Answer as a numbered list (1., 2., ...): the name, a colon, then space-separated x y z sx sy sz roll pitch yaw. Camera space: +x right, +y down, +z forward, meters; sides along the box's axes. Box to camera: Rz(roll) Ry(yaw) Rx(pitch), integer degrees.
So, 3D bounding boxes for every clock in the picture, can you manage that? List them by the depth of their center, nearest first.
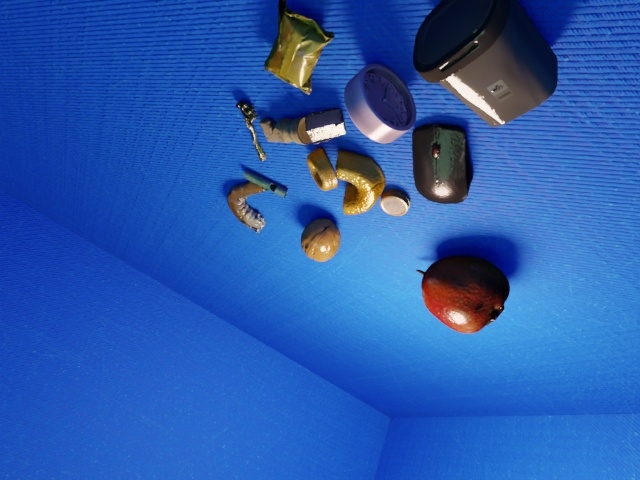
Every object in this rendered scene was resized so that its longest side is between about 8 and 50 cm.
1. clock: 0.158 -0.356 1.113 0.197 0.196 0.068 38 144 -19

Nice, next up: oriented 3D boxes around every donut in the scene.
1. donut: 0.004 -0.236 1.432 0.151 0.058 0.152 61 170 18
2. donut: 0.142 -0.191 1.462 0.152 0.101 0.259 4 138 20

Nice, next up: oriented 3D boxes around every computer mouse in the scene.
1. computer mouse: 0.360 -0.213 1.284 0.168 0.087 0.295 7 141 30

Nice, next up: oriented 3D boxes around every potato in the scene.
1. potato: 0.017 -0.350 1.301 0.122 0.086 0.061 -11 145 12

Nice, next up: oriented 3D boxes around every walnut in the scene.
1. walnut: 0.000 0.000 1.754 0.165 0.165 0.197 25 155 -1

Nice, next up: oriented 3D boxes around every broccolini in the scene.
1. broccolini: -0.226 -0.381 1.490 0.058 0.071 0.254 -18 146 2

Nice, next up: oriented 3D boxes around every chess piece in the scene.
1. chess piece: -0.116 -0.360 1.405 0.201 0.090 0.090 11 146 39

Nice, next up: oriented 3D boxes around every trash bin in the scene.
1. trash bin: 0.364 -0.401 0.922 0.250 0.219 0.220 33 149 -24

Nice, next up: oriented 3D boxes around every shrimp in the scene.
1. shrimp: -0.311 -0.163 1.829 0.185 0.068 0.287 20 137 0

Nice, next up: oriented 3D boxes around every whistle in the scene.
1. whistle: -0.218 -0.226 1.687 0.186 0.039 0.039 27 147 -1

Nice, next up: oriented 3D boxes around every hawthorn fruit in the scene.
1. hawthorn fruit: 0.510 0.181 1.605 0.369 0.284 0.284 23 154 44

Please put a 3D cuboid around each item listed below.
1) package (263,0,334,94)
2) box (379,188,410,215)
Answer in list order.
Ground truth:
1. package: -0.066 -0.510 1.144 0.168 0.090 0.226 32 144 -5
2. box: 0.262 -0.133 1.507 0.106 0.037 0.105 18 147 12
